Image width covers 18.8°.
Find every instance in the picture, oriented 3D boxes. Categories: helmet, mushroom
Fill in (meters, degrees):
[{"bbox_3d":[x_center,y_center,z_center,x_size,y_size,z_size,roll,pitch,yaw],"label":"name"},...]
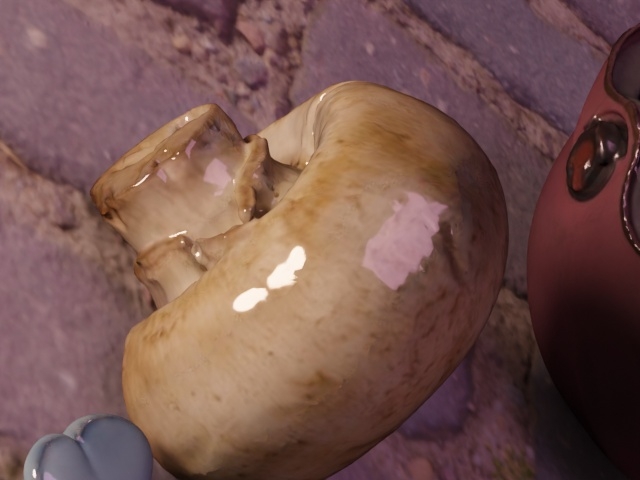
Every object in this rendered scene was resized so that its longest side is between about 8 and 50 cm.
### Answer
[{"bbox_3d":[0.253,0.032,1.312,0.271,0.197,0.338,13,44,-36],"label":"helmet"},{"bbox_3d":[0.000,0.000,1.027,0.195,0.189,0.253,48,31,-16],"label":"mushroom"}]

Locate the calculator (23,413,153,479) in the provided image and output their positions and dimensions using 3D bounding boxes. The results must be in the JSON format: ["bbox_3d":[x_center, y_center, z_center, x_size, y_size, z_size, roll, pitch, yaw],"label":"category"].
[{"bbox_3d":[-0.059,0.219,0.895,0.188,0.042,0.302,-6,70,-53],"label":"calculator"}]
